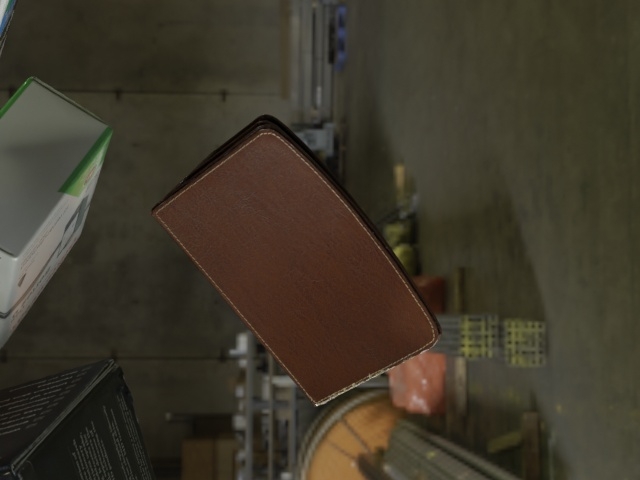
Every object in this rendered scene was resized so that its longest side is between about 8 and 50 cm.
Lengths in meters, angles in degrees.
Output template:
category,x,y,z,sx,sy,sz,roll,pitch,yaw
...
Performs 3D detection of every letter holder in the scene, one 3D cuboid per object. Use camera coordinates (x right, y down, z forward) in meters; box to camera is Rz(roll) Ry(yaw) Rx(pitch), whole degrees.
category,x,y,z,sx,sy,sz,roll,pitch,yaw
letter holder,0.000,0.000,1.201,0.302,0.214,0.152,50,-144,-10

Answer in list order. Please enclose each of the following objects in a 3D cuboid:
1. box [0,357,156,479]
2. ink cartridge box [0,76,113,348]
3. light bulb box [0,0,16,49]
category,x,y,z,sx,sy,sz,roll,pitch,yaw
box,-0.512,0.409,1.435,0.472,0.479,0.298,-60,-46,-82
ink cartridge box,-0.371,-0.024,1.275,0.211,0.121,0.289,-61,4,-32
light bulb box,-0.409,-0.195,0.763,0.361,0.357,0.225,-61,23,28
